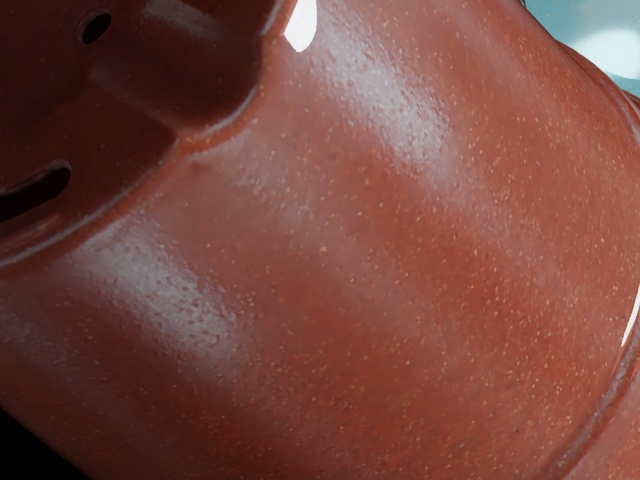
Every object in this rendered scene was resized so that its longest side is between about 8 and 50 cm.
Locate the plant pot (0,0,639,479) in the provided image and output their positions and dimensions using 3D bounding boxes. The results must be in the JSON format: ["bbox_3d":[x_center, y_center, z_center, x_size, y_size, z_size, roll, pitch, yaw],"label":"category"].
[{"bbox_3d":[-0.021,-0.013,0.564,0.265,0.272,0.272,42,36,-46],"label":"plant pot"}]

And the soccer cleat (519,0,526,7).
[{"bbox_3d":[0.000,0.000,0.791,0.108,0.116,0.318,43,64,-53],"label":"soccer cleat"}]

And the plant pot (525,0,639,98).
[{"bbox_3d":[0.092,-0.100,0.954,0.195,0.290,0.290,-15,91,-58],"label":"plant pot"}]
